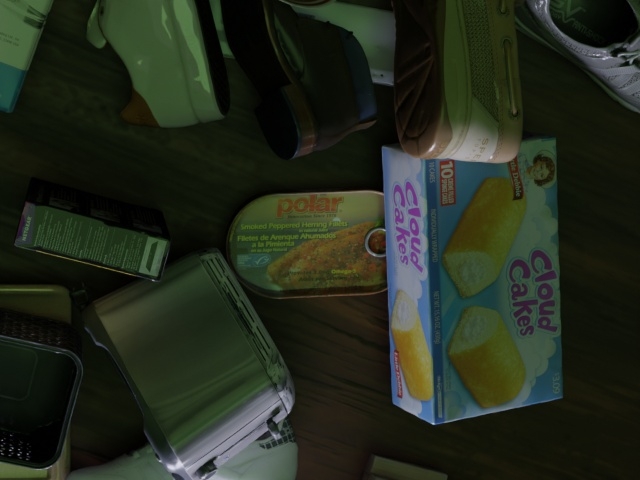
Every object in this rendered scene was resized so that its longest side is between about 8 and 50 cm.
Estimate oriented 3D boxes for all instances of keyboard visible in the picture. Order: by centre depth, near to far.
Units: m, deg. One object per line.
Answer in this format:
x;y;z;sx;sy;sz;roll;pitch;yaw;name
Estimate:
-0.022;-0.202;1.636;0.256;0.014;0.072;9;95;-10;keyboard

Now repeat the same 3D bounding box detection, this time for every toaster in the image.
-0.124;0.108;1.606;0.146;0.129;0.227;-30;70;-6;toaster

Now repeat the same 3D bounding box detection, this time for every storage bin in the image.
-0.319;0.129;1.578;0.180;0.084;0.122;13;103;-13;storage bin

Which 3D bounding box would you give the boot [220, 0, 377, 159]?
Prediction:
-0.022;-0.189;1.608;0.106;0.082;0.219;-14;87;-33;boot

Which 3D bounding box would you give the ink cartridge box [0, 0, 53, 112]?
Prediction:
-0.316;-0.231;1.552;0.140;0.082;0.190;20;96;-12;ink cartridge box

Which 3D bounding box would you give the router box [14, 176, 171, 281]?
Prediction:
-0.210;-0.012;1.560;0.133;0.179;0.046;15;96;-10;router box

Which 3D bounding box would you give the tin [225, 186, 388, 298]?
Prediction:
0.000;0.000;1.665;0.190;0.040;0.106;-2;105;-8;tin

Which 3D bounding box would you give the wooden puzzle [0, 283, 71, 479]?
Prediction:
-0.354;0.152;1.647;0.221;0.044;0.238;0;105;-8;wooden puzzle

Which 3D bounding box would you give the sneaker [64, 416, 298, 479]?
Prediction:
-0.139;0.223;1.673;0.235;0.090;0.094;-2;92;-14;sneaker

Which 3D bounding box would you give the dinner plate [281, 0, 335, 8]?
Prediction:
-0.035;-0.274;1.576;0.141;0.141;0.017;38;138;-13;dinner plate

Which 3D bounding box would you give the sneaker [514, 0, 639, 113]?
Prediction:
0.301;-0.184;1.629;0.281;0.115;0.105;22;97;-11;sneaker

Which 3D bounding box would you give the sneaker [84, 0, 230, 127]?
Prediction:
-0.172;-0.244;1.559;0.123;0.106;0.290;-10;93;12;sneaker

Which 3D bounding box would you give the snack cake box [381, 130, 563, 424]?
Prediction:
0.149;0.032;1.644;0.152;0.089;0.264;-9;103;-24;snack cake box

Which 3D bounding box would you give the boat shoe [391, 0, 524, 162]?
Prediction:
0.132;-0.237;1.573;0.110;0.122;0.341;5;80;-23;boat shoe

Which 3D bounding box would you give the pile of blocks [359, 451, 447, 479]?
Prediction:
0.179;0.355;1.709;0.362;0.113;0.149;43;83;-16;pile of blocks
